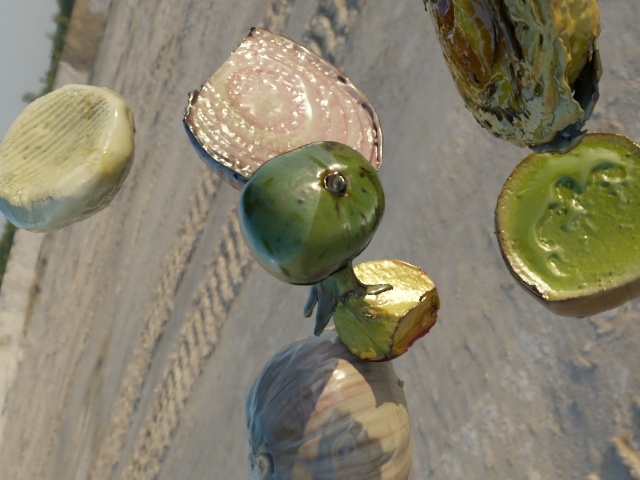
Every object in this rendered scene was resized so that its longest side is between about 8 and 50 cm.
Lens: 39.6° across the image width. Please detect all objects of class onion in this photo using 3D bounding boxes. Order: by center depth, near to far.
[{"bbox_3d":[-0.049,-0.128,1.156,0.250,0.247,0.111,-57,2,-40],"label":"onion"}]

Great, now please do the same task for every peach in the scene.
[{"bbox_3d":[0.092,0.093,1.269,0.118,0.151,0.151,-9,-59,-63],"label":"peach"}]

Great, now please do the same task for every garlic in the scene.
[{"bbox_3d":[0.004,0.288,1.358,0.317,0.259,0.317,44,147,38],"label":"garlic"}]

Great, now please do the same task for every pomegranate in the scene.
[{"bbox_3d":[0.000,0.000,0.888,0.131,0.152,0.191,24,132,52],"label":"pomegranate"}]

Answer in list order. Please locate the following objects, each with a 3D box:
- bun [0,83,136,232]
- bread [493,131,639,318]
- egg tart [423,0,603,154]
[{"bbox_3d":[-0.268,-0.082,0.975,0.183,0.102,0.183,-14,54,21],"label":"bun"},{"bbox_3d":[0.331,-0.021,1.111,0.070,0.236,0.236,32,-112,-64],"label":"bread"},{"bbox_3d":[0.200,-0.226,0.899,0.297,0.132,0.297,60,167,24],"label":"egg tart"}]
